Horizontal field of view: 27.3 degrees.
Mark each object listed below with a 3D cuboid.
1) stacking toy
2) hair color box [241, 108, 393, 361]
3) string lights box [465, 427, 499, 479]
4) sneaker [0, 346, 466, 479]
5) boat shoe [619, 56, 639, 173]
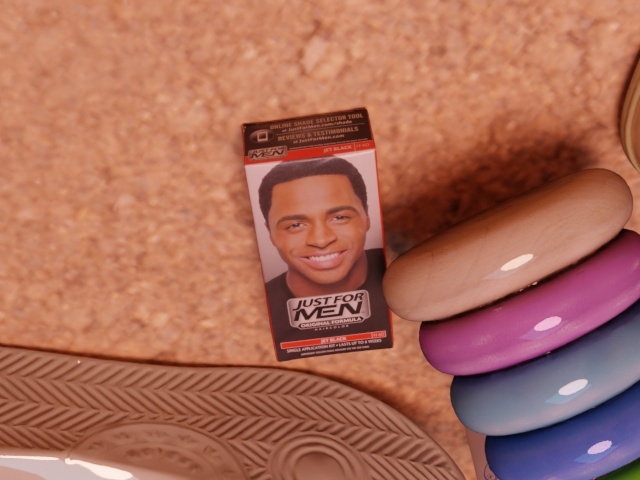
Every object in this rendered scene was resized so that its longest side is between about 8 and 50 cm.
[{"bbox_3d":[0.162,0.134,0.703,0.141,0.141,0.330,-25,92,13],"label":"stacking toy"},{"bbox_3d":[0.000,0.000,0.736,0.072,0.043,0.141,-8,127,1],"label":"hair color box"},{"bbox_3d":[0.229,0.088,0.807,0.133,0.076,0.260,33,118,-27],"label":"string lights box"},{"bbox_3d":[-0.087,0.164,0.806,0.350,0.131,0.148,11,124,-2],"label":"sneaker"},{"bbox_3d":[0.258,-0.120,0.642,0.104,0.089,0.285,25,121,-23],"label":"boat shoe"}]
